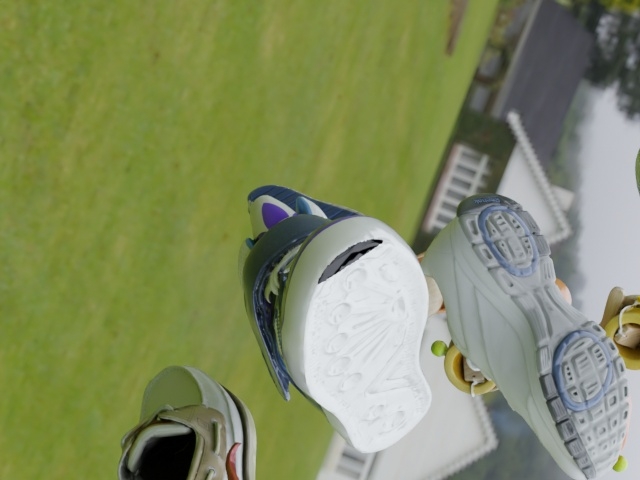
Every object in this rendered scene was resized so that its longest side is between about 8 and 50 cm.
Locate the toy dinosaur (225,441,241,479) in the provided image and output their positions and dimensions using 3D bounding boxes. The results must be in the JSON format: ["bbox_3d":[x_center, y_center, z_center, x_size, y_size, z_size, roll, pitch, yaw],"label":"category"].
[{"bbox_3d":[-0.072,0.216,1.118,0.082,0.047,0.090,-89,161,-84],"label":"toy dinosaur"}]

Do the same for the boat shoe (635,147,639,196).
[{"bbox_3d":[0.328,-0.127,1.056,0.335,0.121,0.119,-41,135,-43],"label":"boat shoe"}]

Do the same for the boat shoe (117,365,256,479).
[{"bbox_3d":[-0.126,0.199,1.316,0.113,0.103,0.302,-44,-149,8],"label":"boat shoe"}]

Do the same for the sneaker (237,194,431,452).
[{"bbox_3d":[-0.015,0.027,1.213,0.130,0.236,0.322,-32,147,-10],"label":"sneaker"}]

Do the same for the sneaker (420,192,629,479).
[{"bbox_3d":[0.201,0.102,1.404,0.111,0.297,0.129,-15,162,-35],"label":"sneaker"}]

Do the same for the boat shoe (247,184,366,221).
[{"bbox_3d":[0.000,0.000,1.472,0.066,0.183,0.066,-29,131,-32],"label":"boat shoe"}]

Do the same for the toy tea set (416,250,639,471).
[{"bbox_3d":[0.228,0.129,1.615,0.124,0.336,0.200,-38,142,-60],"label":"toy tea set"}]
